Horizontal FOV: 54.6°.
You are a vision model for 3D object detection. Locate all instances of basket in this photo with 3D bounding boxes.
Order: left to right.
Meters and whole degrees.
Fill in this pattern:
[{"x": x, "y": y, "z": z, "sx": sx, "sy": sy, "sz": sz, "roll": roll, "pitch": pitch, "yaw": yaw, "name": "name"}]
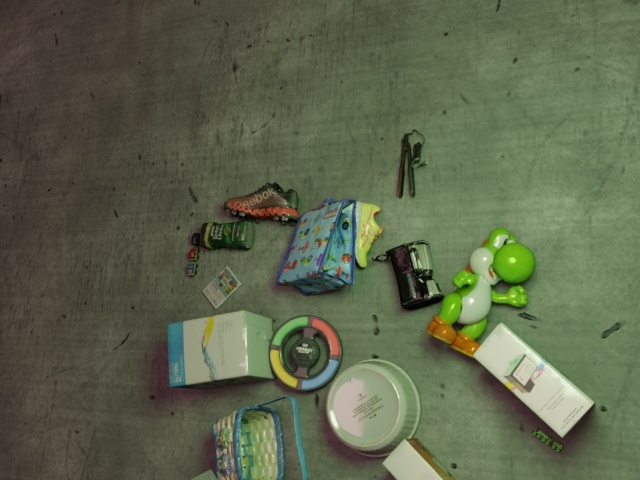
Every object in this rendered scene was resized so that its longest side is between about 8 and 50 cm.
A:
[{"x": -0.167, "y": 0.598, "z": 1.784, "sx": 0.289, "sy": 0.201, "sz": 0.254, "roll": -20, "pitch": 67, "yaw": 27, "name": "basket"}]

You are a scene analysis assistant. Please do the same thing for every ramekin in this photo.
[{"x": 0.138, "y": 0.465, "z": 1.737, "sx": 0.273, "sy": 0.127, "sz": 0.272, "roll": -7, "pitch": 72, "yaw": 21, "name": "ramekin"}]

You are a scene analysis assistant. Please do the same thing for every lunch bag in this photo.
[{"x": 0.000, "y": 0.000, "z": 1.899, "sx": 0.221, "sy": 0.138, "sz": 0.293, "roll": -17, "pitch": 56, "yaw": 49, "name": "lunch bag"}]

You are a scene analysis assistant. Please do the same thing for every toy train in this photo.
[{"x": -0.439, "y": 0.049, "z": 2.149, "sx": 0.027, "sy": 0.036, "sz": 0.158, "roll": -2, "pitch": 74, "yaw": 22, "name": "toy train"}, {"x": 0.585, "y": 0.513, "z": 1.597, "sx": 0.083, "sy": 0.017, "sz": 0.023, "roll": 33, "pitch": 80, "yaw": 27, "name": "toy train"}]

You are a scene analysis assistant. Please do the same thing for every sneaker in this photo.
[{"x": -0.191, "y": -0.128, "z": 2.064, "sx": 0.276, "sy": 0.097, "sz": 0.135, "roll": 5, "pitch": 77, "yaw": 22, "name": "sneaker"}, {"x": 0.147, "y": -0.018, "z": 1.903, "sx": 0.094, "sy": 0.081, "sz": 0.208, "roll": 2, "pitch": 86, "yaw": 3, "name": "sneaker"}]

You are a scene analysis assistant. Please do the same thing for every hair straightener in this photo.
[{"x": 0.292, "y": -0.243, "z": 1.929, "sx": 0.089, "sy": 0.047, "sz": 0.230, "roll": 0, "pitch": 71, "yaw": 23, "name": "hair straightener"}]

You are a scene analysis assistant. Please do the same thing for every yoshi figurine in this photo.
[{"x": 0.452, "y": 0.134, "z": 1.669, "sx": 0.203, "sy": 0.203, "sz": 0.362, "roll": 26, "pitch": 83, "yaw": 22, "name": "yoshi figurine"}]

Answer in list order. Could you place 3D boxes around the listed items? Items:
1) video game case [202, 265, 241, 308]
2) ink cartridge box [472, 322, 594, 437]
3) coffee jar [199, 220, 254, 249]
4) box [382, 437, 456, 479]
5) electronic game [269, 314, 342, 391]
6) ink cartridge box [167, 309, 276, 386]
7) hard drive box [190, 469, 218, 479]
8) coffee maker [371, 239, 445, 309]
[{"x": -0.331, "y": 0.159, "z": 2.087, "sx": 0.122, "sy": 0.011, "sz": 0.087, "roll": -45, "pitch": 63, "yaw": 6, "name": "video game case"}, {"x": 0.537, "y": 0.349, "z": 1.560, "sx": 0.117, "sy": 0.201, "sz": 0.278, "roll": -49, "pitch": 63, "yaw": 5, "name": "ink cartridge box"}, {"x": -0.319, "y": -0.017, "z": 2.095, "sx": 0.184, "sy": 0.079, "sz": 0.096, "roll": -2, "pitch": 74, "yaw": 23, "name": "coffee jar"}, {"x": 0.268, "y": 0.617, "z": 1.637, "sx": 0.091, "sy": 0.130, "sz": 0.170, "roll": -49, "pitch": 64, "yaw": 4, "name": "box"}, {"x": -0.046, "y": 0.340, "z": 1.880, "sx": 0.229, "sy": 0.048, "sz": 0.229, "roll": -4, "pitch": 74, "yaw": 13, "name": "electronic game"}, {"x": -0.302, "y": 0.343, "z": 1.917, "sx": 0.270, "sy": 0.198, "sz": 0.197, "roll": -13, "pitch": 70, "yaw": 19, "name": "ink cartridge box"}, {"x": -0.332, "y": 0.806, "z": 1.792, "sx": 0.181, "sy": 0.089, "sz": 0.232, "roll": 49, "pitch": 135, "yaw": 27, "name": "hard drive box"}, {"x": 0.260, "y": 0.110, "z": 1.809, "sx": 0.171, "sy": 0.120, "sz": 0.178, "roll": -28, "pitch": 63, "yaw": 39, "name": "coffee maker"}]
